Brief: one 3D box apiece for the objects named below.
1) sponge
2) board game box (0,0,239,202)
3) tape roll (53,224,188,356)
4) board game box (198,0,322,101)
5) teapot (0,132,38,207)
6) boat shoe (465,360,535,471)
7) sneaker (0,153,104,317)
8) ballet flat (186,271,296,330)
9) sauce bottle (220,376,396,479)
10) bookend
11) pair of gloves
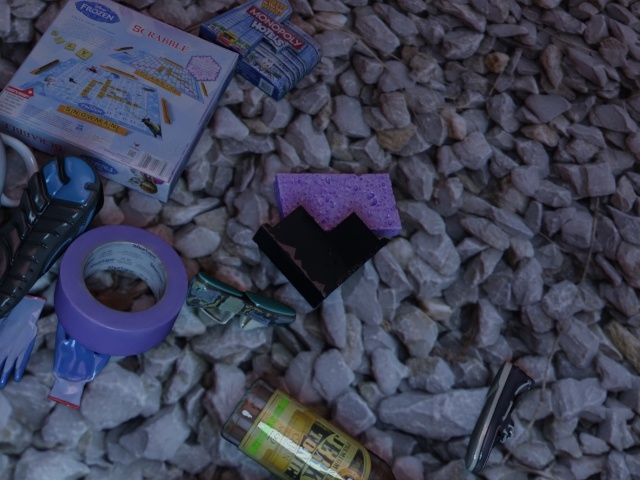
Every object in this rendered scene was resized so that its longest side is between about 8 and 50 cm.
[{"bbox_3d":[0.029,-0.062,1.575,0.210,0.031,0.117,-1,62,-17],"label":"sponge"},{"bbox_3d":[-0.346,-0.259,1.561,0.319,0.066,0.317,24,58,-1],"label":"board game box"},{"bbox_3d":[-0.301,0.074,1.359,0.189,0.080,0.188,12,51,-15],"label":"tape roll"},{"bbox_3d":[-0.096,-0.387,1.709,0.194,0.060,0.194,36,59,6],"label":"board game box"},{"bbox_3d":[-0.563,-0.072,1.329,0.256,0.252,0.187,-22,110,-5],"label":"teapot"},{"bbox_3d":[0.287,0.284,1.426,0.065,0.075,0.206,28,53,4],"label":"boat shoe"},{"bbox_3d":[-0.447,0.026,1.344,0.125,0.139,0.341,44,79,7],"label":"sneaker"},{"bbox_3d":[-0.128,0.106,1.414,0.188,0.070,0.070,24,55,-26],"label":"ballet flat"},{"bbox_3d":[0.023,0.331,1.303,0.344,0.111,0.111,32,58,4],"label":"sauce bottle"},{"bbox_3d":[0.000,0.000,1.487,0.156,0.072,0.157,-41,87,-25],"label":"bookend"},{"bbox_3d":[-0.411,0.158,1.333,0.198,0.023,0.159,18,58,-6],"label":"pair of gloves"}]
